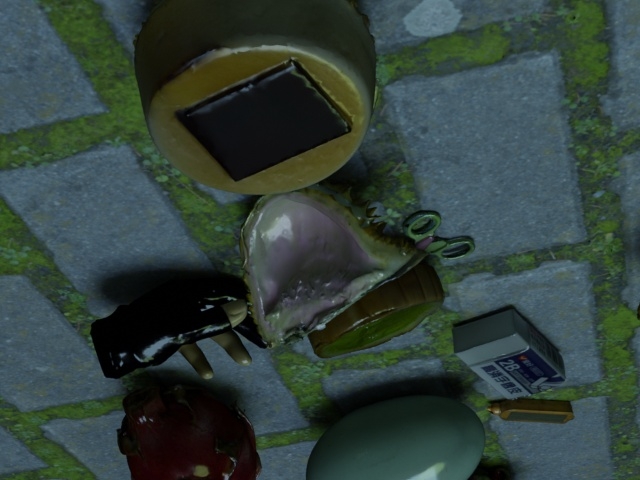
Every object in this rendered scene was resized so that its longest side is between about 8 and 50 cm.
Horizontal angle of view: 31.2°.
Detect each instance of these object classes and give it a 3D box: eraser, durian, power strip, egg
[{"bbox_3d":[0.331,0.201,2.003,0.124,0.068,0.210,-20,142,27],"label":"eraser"},{"bbox_3d":[-0.014,-0.003,1.620,0.195,0.185,0.305,46,135,-16],"label":"durian"},{"bbox_3d":[0.409,0.332,2.233,0.178,0.028,0.049,4,145,-11],"label":"power strip"},{"bbox_3d":[0.139,0.413,2.156,0.370,0.230,0.230,-27,139,25],"label":"egg"}]

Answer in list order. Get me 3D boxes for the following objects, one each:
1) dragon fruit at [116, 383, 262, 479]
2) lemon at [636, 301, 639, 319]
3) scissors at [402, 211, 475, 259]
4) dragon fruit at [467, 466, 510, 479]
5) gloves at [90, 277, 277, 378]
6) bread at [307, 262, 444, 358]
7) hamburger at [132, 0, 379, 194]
[{"bbox_3d":[-0.238,0.391,2.108,0.250,0.250,0.315,-5,129,4],"label":"dragon fruit"},{"bbox_3d":[0.617,0.071,1.697,0.263,0.236,0.236,14,156,31],"label":"lemon"},{"bbox_3d":[0.133,0.021,1.767,0.187,0.020,0.133,-30,134,31],"label":"scissors"},{"bbox_3d":[0.320,0.604,2.480,0.272,0.198,0.218,-38,165,24],"label":"dragon fruit"},{"bbox_3d":[-0.205,0.136,1.798,0.301,0.152,0.197,2,167,-18],"label":"gloves"},{"bbox_3d":[0.084,0.110,1.767,0.236,0.070,0.236,-22,165,-6],"label":"bread"},{"bbox_3d":[-0.074,-0.189,1.318,0.301,0.170,0.302,-3,141,-2],"label":"hamburger"}]
